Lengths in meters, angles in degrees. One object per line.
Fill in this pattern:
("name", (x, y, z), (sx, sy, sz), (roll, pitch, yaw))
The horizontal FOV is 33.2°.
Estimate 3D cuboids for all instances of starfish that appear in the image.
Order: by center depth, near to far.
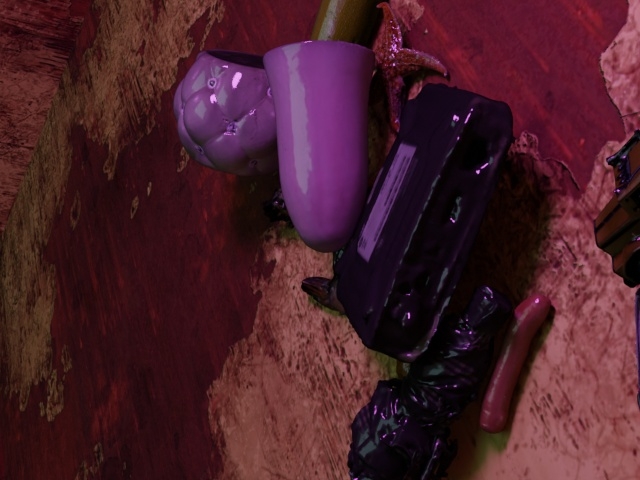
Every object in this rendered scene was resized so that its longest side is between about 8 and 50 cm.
("starfish", (0.113, -0.269, 1.656), (0.238, 0.057, 0.213), (3, 91, 61))

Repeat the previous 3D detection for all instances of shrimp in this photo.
("shrimp", (0.000, 0.000, 1.762), (0.365, 0.071, 0.233), (4, 90, 55))

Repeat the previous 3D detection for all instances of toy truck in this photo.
("toy truck", (0.362, -0.074, 1.051), (0.257, 0.127, 0.127), (-57, 12, 36))

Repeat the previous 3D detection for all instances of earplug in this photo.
("earplug", (0.003, -0.131, 1.614), (0.172, 0.172, 0.301), (-15, 75, 58))

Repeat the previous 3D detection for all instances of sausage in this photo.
("sausage", (0.235, 0.150, 1.323), (0.043, 0.043, 0.186), (38, 113, 58))

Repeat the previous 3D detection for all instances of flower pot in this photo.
("flower pot", (-0.138, -0.225, 1.899), (0.246, 0.246, 0.195), (42, 124, 57))

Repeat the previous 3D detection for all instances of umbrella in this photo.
("umbrella", (0.144, 0.193, 1.387), (0.336, 0.128, 0.154), (-64, 23, 15))

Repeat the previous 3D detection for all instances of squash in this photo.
("squash", (0.045, -0.372, 1.764), (0.101, 0.101, 0.378), (48, 126, 55))

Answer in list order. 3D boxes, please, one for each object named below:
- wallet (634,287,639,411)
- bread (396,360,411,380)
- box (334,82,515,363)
("wallet", (0.392, 0.095, 1.042), (0.231, 0.069, 0.170), (-29, 61, 55))
("bread", (0.132, 0.127, 1.505), (0.052, 0.044, 0.157), (-20, 64, 60))
("box", (0.122, -0.035, 1.430), (0.350, 0.091, 0.359), (-131, 63, -77))
